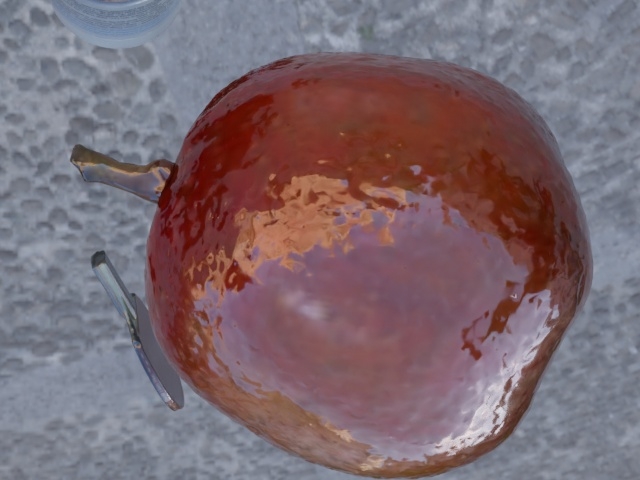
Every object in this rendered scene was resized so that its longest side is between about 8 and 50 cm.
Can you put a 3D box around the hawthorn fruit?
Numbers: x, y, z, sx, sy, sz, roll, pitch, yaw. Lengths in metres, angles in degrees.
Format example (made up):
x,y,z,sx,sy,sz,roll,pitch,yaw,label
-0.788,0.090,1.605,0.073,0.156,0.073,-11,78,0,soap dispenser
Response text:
x,y,z,sx,sy,sz,roll,pitch,yaw,label
0.000,0.000,0.436,0.225,0.196,0.196,19,133,-18,hawthorn fruit

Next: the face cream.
x,y,z,sx,sy,sz,roll,pitch,yaw,label
-0.248,-0.338,1.189,0.177,0.177,0.153,-5,172,-11,face cream

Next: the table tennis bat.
x,y,z,sx,sy,sz,roll,pitch,yaw,label
-0.205,0.104,1.126,0.019,0.130,0.220,-24,123,-1,table tennis bat
